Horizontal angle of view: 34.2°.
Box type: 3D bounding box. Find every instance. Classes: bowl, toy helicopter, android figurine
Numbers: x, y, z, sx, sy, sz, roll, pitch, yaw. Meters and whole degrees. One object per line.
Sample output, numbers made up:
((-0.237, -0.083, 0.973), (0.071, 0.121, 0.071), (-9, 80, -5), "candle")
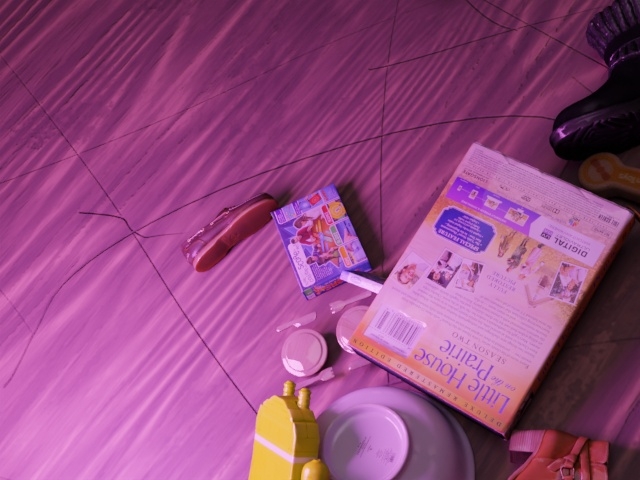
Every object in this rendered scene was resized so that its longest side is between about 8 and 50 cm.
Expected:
((0.085, 0.345, 1.624), (0.297, 0.134, 0.298), (-10, 56, 15), "bowl")
((0.583, -0.061, 1.733), (0.355, 0.140, 0.235), (21, 76, 42), "toy helicopter")
((-0.056, 0.358, 1.618), (0.248, 0.056, 0.273), (-177, 94, -66), "android figurine")

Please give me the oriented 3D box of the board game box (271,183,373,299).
((0.000, 0.000, 1.942), (0.136, 0.035, 0.201), (-25, 53, 4), "board game box")

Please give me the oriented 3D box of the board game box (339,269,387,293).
((0.094, 0.075, 1.826), (0.090, 0.090, 0.020), (21, 97, 29), "board game box")

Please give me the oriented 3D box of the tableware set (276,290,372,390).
((0.025, 0.179, 1.815), (0.194, 0.039, 0.128), (-22, 65, 13), "tableware set")

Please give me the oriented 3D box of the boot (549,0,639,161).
((0.531, -0.303, 1.880), (0.347, 0.131, 0.260), (-20, 60, -6), "boot")

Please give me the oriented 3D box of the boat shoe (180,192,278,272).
((-0.179, -0.029, 2.003), (0.207, 0.073, 0.073), (-37, 55, -6), "boat shoe")

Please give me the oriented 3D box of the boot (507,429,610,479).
((0.351, 0.374, 1.546), (0.152, 0.073, 0.197), (4, 62, 18), "boot")

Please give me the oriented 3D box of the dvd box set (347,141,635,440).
((0.280, 0.073, 1.712), (0.307, 0.062, 0.420), (27, 79, 27), "dvd box set")
